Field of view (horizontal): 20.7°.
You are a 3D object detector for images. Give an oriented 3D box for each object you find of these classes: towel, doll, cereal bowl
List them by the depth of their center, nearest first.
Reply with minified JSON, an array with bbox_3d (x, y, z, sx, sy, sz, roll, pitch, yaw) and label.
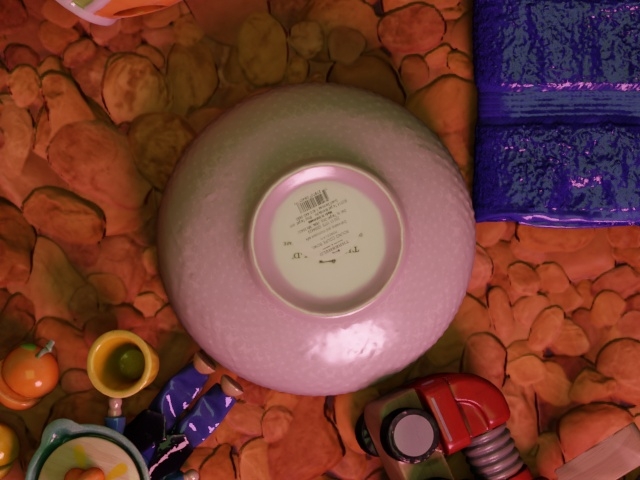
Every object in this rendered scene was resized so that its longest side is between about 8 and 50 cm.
[{"bbox_3d":[0.000,0.000,1.806,0.339,0.141,0.338,0,92,-5],"label":"cereal bowl"},{"bbox_3d":[-0.171,0.204,1.838,0.129,0.046,0.189,40,93,-6],"label":"doll"},{"bbox_3d":[0.276,-0.167,1.861,0.228,0.076,0.308,-1,91,-6],"label":"towel"}]

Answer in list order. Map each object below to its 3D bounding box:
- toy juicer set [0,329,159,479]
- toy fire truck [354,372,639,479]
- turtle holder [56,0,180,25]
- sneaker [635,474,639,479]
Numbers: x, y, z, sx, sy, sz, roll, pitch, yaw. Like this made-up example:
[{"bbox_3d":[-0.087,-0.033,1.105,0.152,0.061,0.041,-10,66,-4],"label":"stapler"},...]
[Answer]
[{"bbox_3d":[-0.270,0.255,1.783,0.209,0.089,0.329,0,86,11],"label":"toy juicer set"},{"bbox_3d":[0.195,0.226,1.833,0.246,0.158,0.217,-24,93,-16],"label":"toy fire truck"},{"bbox_3d":[-0.227,-0.361,1.731,0.320,0.243,0.227,34,105,-14],"label":"turtle holder"},{"bbox_3d":[0.343,0.314,1.873,0.069,0.082,0.209,43,85,-3],"label":"sneaker"}]
